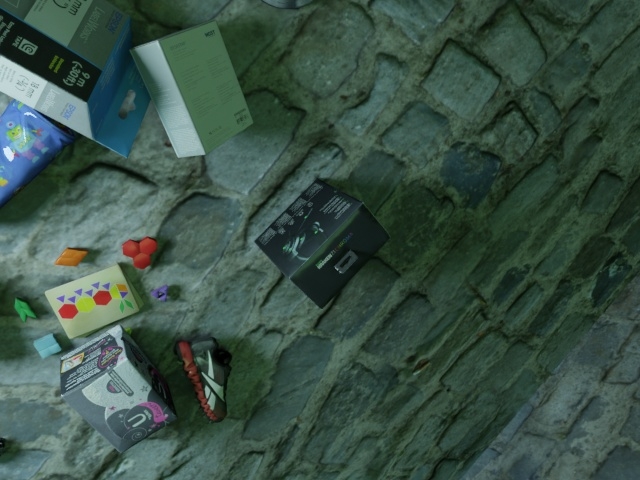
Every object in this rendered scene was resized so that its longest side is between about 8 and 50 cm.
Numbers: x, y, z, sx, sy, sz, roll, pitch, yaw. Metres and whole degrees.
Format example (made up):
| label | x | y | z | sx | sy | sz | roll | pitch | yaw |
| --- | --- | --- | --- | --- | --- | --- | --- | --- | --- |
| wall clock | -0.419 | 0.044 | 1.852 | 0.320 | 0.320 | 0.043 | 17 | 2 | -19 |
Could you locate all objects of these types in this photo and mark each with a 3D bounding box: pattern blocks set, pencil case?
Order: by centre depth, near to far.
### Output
| label | x | y | z | sx | sy | sz | roll | pitch | yaw |
| --- | --- | --- | --- | --- | --- | --- | --- | --- | --- |
| pencil case | -0.633 | -0.148 | 0.961 | 0.306 | 0.119 | 0.133 | -44 | 113 | -5 |
| pattern blocks set | -0.529 | 0.140 | 1.172 | 0.324 | 0.026 | 0.286 | -15 | 115 | -21 |

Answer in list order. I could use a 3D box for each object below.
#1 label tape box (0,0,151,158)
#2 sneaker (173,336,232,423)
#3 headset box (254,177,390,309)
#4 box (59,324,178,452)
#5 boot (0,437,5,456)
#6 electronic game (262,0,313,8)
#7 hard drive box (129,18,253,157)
| label | x | y | z | sx | sy | sz | roll | pitch | yaw |
| --- | --- | --- | --- | --- | --- | --- | --- | --- | --- |
| label tape box | -0.457 | -0.345 | 0.909 | 0.333 | 0.105 | 0.241 | 29 | 55 | -32 |
| sneaker | -0.288 | 0.373 | 1.334 | 0.135 | 0.097 | 0.276 | -22 | 115 | -15 |
| headset box | 0.000 | 0.000 | 1.230 | 0.246 | 0.283 | 0.131 | -46 | 121 | -5 |
| box | -0.479 | 0.358 | 1.190 | 0.163 | 0.142 | 0.247 | -30 | 127 | -12 |
| boot | -0.816 | 0.508 | 1.159 | 0.099 | 0.045 | 0.121 | 37 | 89 | -34 |
| electronic game | -0.076 | -0.637 | 1.093 | 0.229 | 0.048 | 0.230 | -6 | 110 | -16 |
| hard drive box | -0.262 | -0.321 | 1.048 | 0.181 | 0.089 | 0.232 | -48 | 130 | -45 |
